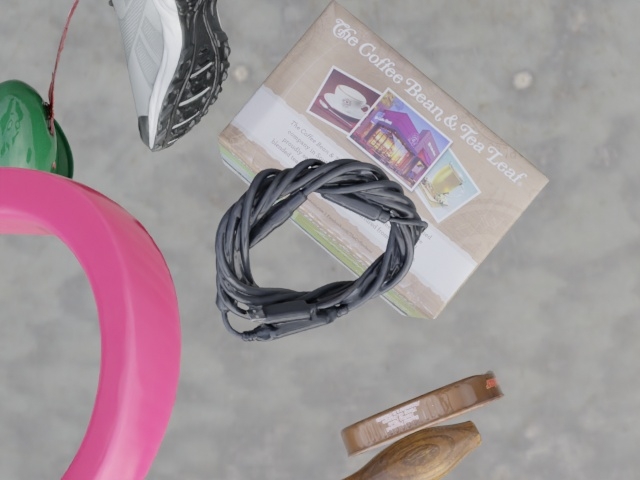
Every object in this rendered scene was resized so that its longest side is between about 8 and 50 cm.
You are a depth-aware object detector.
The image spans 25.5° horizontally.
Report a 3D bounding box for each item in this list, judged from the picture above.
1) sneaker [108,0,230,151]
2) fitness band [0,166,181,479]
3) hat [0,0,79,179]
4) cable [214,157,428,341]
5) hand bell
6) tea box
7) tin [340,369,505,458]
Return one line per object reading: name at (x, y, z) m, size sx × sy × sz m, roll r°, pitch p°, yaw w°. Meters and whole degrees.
sneaker at (-0.155, -0.212, 1.391) m, size 0.108 × 0.100 × 0.271 m, roll 26°, pitch 130°, yaw 25°
fitness band at (-0.196, 0.065, 0.733) m, size 0.291 × 0.209 × 0.054 m, roll 1°, pitch 162°, yaw 34°
hat at (-0.345, -0.158, 1.661) m, size 0.173 × 0.208 × 0.183 m, roll -8°, pitch 158°, yaw -36°
cable at (0.000, 0.000, 1.126) m, size 0.184 × 0.047 × 0.150 m, roll -15°, pitch 121°, yaw -18°
hand bell at (0.006, 0.189, 1.013) m, size 0.242 × 0.126 × 0.126 m, roll -25°, pitch 128°, yaw -8°
tea box at (0.064, -0.088, 1.750) m, size 0.329 × 0.323 × 0.220 m, roll 40°, pitch 86°, yaw 0°
tin at (0.107, 0.186, 1.517) m, size 0.189 × 0.106 × 0.040 m, roll -26°, pitch 84°, yaw 26°
